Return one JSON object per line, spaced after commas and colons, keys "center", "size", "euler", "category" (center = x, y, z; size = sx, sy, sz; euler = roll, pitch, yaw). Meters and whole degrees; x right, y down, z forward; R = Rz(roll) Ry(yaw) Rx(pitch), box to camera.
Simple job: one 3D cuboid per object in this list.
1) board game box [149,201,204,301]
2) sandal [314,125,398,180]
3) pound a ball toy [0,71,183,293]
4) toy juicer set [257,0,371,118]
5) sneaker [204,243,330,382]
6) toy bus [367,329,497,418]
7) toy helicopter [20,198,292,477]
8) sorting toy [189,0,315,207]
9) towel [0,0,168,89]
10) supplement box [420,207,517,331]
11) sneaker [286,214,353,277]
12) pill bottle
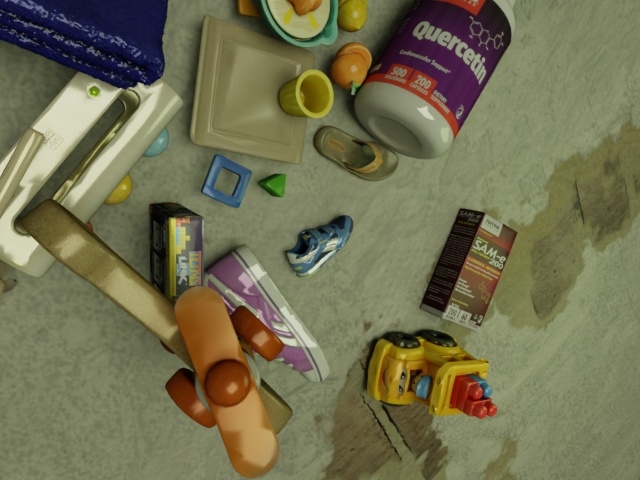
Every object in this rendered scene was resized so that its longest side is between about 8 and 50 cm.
{"center": [-0.205, 0.039, 0.670], "size": [0.048, 0.141, 0.170], "euler": [-3, 104, -30], "category": "board game box"}
{"center": [0.072, -0.153, 0.847], "size": [0.180, 0.049, 0.072], "euler": [18, 92, -33], "category": "sandal"}
{"center": [-0.291, -0.069, 0.554], "size": [0.136, 0.208, 0.319], "euler": [40, 79, -31], "category": "pound a ball toy"}
{"center": [-0.006, -0.361, 0.690], "size": [0.209, 0.089, 0.329], "euler": [-33, 114, -30], "category": "toy juicer set"}
{"center": [-0.111, 0.160, 0.788], "size": [0.161, 0.102, 0.282], "euler": [-39, 108, -14], "category": "sneaker"}
{"center": [0.235, 0.286, 0.954], "size": [0.220, 0.211, 0.149], "euler": [6, 100, -31], "category": "toy bus"}
{"center": [-0.150, 0.097, 0.493], "size": [0.140, 0.235, 0.355], "euler": [-46, 120, -12], "category": "toy helicopter"}
{"center": [-0.103, -0.222, 0.725], "size": [0.196, 0.047, 0.347], "euler": [6, 94, -36], "category": "sorting toy"}
{"center": [-0.274, -0.307, 0.492], "size": [0.228, 0.076, 0.308], "euler": [12, 55, -35], "category": "towel"}
{"center": [0.326, 0.065, 1.038], "size": [0.130, 0.073, 0.239], "euler": [23, 88, -33], "category": "supplement box"}
{"center": [0.000, 0.000, 0.838], "size": [0.144, 0.053, 0.059], "euler": [-46, 118, -16], "category": "sneaker"}
{"center": [0.206, -0.313, 0.813], "size": [0.181, 0.181, 0.323], "euler": [35, 82, -32], "category": "pill bottle"}
